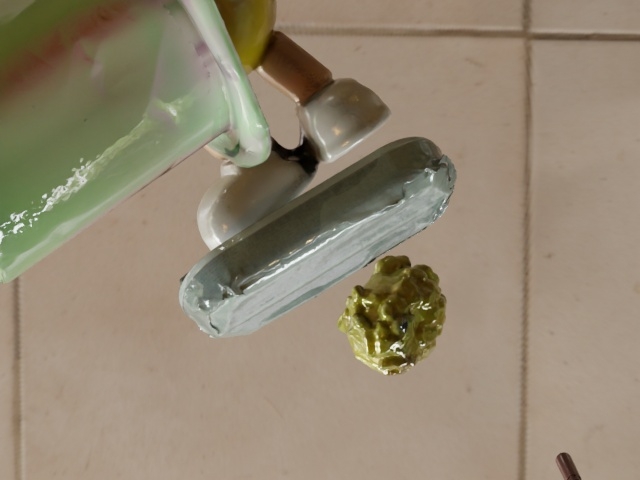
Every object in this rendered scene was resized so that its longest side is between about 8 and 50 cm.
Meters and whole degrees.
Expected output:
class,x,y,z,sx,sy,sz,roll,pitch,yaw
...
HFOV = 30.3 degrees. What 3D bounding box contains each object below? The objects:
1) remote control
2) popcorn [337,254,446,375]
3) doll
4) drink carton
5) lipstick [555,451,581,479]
class,x,y,z,sx,sy,sz,roll,pitch,yaw
remote control,0.000,0.000,0.956,0.247,0.104,0.052,-31,61,-6
popcorn,0.101,0.107,1.650,0.173,0.173,0.142,-41,55,-1
doll,-0.134,-0.186,1.054,0.423,0.161,0.348,24,71,-15
drink carton,-0.126,-0.064,0.557,0.142,0.146,0.144,-39,130,-19
lipstick,0.381,0.369,1.744,0.027,0.176,0.027,-1,111,-3
